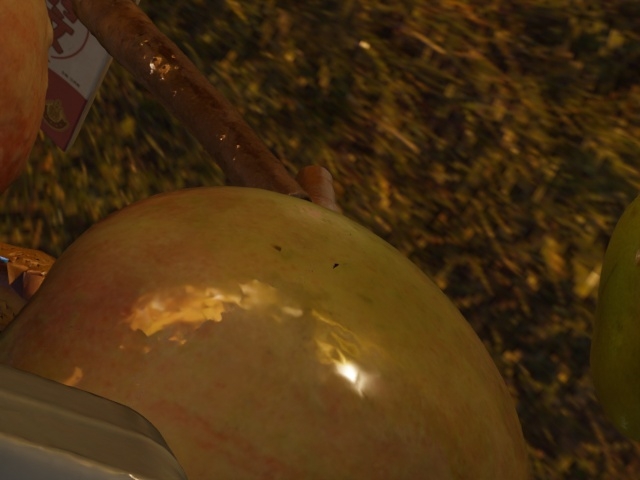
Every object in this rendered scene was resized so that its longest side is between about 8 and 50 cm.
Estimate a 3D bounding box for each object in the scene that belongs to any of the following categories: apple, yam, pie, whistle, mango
[{"bbox_3d":[-0.040,0.133,1.053,0.277,0.319,0.319,28,95,9],"label":"apple"},{"bbox_3d":[-0.098,-0.105,1.435,0.045,0.327,0.045,-26,134,-16],"label":"yam"},{"bbox_3d":[-0.172,0.051,1.505,0.273,0.273,0.069,12,87,-12],"label":"pie"},{"bbox_3d":[0.000,0.000,1.774,0.057,0.220,0.107,-24,119,11],"label":"whistle"},{"bbox_3d":[0.216,0.046,1.213,0.089,0.117,0.163,10,73,-6],"label":"mango"}]

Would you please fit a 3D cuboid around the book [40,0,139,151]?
[{"bbox_3d":[-0.245,-0.199,1.714,0.162,0.232,0.022,42,50,7],"label":"book"}]

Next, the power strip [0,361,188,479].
[{"bbox_3d":[-0.181,0.129,0.509,0.261,0.141,0.229,21,98,-16],"label":"power strip"}]

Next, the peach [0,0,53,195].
[{"bbox_3d":[-0.229,-0.079,0.940,0.232,0.232,0.232,-2,101,-9],"label":"peach"}]
